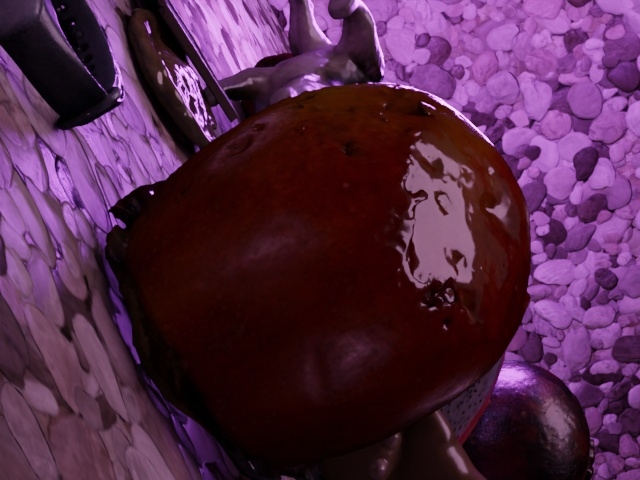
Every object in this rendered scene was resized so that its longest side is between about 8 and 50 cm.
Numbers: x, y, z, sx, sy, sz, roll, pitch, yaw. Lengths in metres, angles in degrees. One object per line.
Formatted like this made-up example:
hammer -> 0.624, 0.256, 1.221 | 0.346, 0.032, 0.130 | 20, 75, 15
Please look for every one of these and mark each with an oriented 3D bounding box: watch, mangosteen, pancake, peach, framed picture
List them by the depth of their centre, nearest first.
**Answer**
peach -> -0.002, 0.031, 1.356 | 0.339, 0.416, 0.353 | 54, -30, 4
watch -> -0.249, -0.197, 1.358 | 0.193, 0.068, 0.206 | 50, 14, -57
pancake -> -0.183, -0.202, 1.876 | 0.222, 0.042, 0.236 | 62, 8, -11
framed picture -> -0.202, -0.303, 2.039 | 0.209, 0.019, 0.281 | 58, 1, -38
mangosteen -> 0.282, 0.349, 2.451 | 0.306, 0.360, 0.306 | 8, 90, -82

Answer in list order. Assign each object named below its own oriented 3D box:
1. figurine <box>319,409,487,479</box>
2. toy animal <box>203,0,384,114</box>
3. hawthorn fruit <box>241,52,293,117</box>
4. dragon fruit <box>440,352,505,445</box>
figurine -> 0.091, 0.279, 1.646 | 0.247, 0.173, 0.177 | 55, -3, 0
toy animal -> -0.013, -0.199, 2.231 | 0.344, 0.194, 0.302 | -58, 142, -33
hawthorn fruit -> -0.043, -0.232, 2.451 | 0.194, 0.157, 0.157 | 30, 34, -61
dragon fruit -> 0.113, 0.152, 1.928 | 0.189, 0.290, 0.290 | 32, -13, 35
